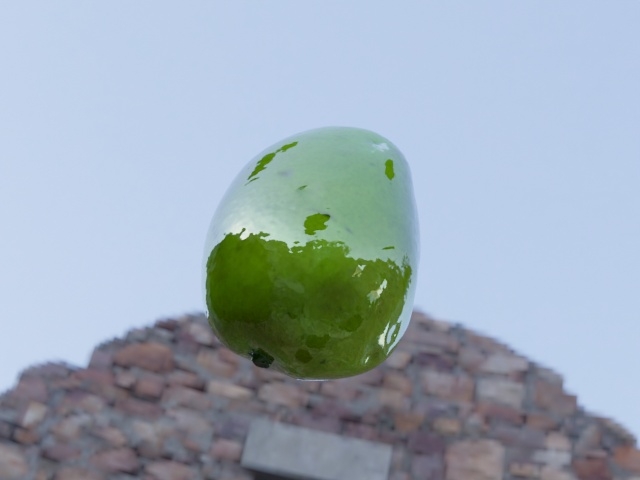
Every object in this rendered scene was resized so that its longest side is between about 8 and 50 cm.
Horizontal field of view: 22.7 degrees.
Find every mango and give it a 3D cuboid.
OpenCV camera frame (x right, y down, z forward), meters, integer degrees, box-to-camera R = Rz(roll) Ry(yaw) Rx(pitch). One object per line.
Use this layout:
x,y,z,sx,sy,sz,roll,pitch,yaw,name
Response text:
0.000,0.000,0.532,0.073,0.108,0.056,14,-48,12,mango
